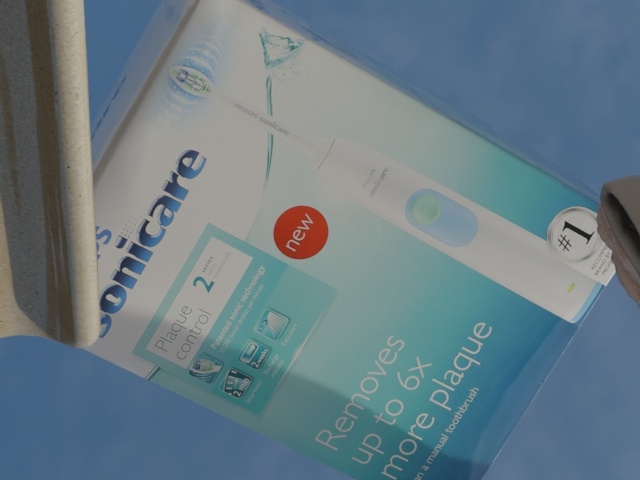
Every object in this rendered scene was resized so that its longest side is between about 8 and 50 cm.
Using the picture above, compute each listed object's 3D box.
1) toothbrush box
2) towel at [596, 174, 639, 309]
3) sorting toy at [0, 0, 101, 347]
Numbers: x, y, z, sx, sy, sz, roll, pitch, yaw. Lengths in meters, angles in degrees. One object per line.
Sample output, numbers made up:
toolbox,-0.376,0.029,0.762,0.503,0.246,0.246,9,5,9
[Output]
toothbrush box,0.000,0.000,0.944,0.216,0.295,0.126,-58,-163,10
towel,0.329,0.064,0.733,0.317,0.053,0.331,-14,-125,-10
sorting toy,-0.149,-0.020,0.342,0.196,0.347,0.047,-7,-121,-11
